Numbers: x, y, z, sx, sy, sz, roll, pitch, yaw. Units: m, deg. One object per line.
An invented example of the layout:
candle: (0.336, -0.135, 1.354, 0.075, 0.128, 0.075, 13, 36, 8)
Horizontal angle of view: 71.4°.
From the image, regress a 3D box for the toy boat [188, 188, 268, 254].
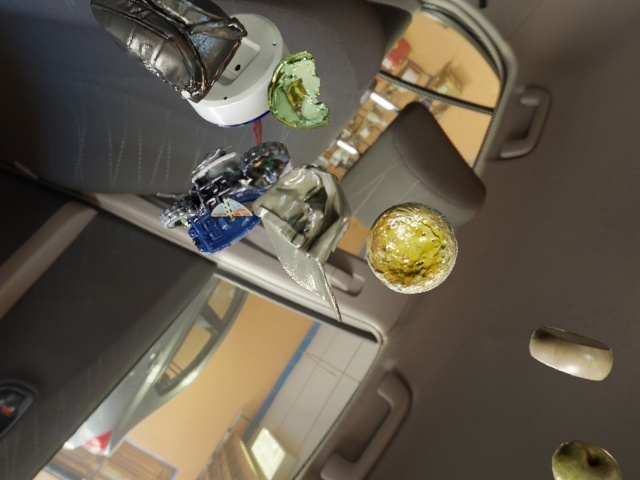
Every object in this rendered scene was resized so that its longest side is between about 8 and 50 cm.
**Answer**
toy boat: (-0.157, -0.048, 0.797, 0.175, 0.091, 0.110, -33, 164, -11)

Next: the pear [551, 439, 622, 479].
pear: (0.708, 0.622, 1.191, 0.167, 0.167, 0.136, -63, 161, -49)

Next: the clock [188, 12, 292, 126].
clock: (-0.174, -0.347, 0.903, 0.230, 0.230, 0.083, -57, 155, -6)

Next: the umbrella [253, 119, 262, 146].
umbrella: (-0.175, -0.302, 1.239, 0.027, 0.025, 0.165, 22, 64, -75)

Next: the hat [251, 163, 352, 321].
hat: (0.000, 0.000, 0.762, 0.149, 0.245, 0.214, -43, -135, -8)

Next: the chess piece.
chess piece: (0.284, 0.127, 0.508, 0.083, 0.083, 0.038, -107, -150, -83)

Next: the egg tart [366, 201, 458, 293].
egg tart: (0.229, 0.018, 1.133, 0.234, 0.234, 0.094, -54, 163, 18)

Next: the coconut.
coconut: (-0.046, -0.276, 0.827, 0.133, 0.055, 0.158, -23, 138, -17)

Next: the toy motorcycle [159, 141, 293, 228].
toy motorcycle: (-0.185, -0.108, 0.961, 0.327, 0.143, 0.188, -29, 172, 22)

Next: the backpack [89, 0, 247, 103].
backpack: (-0.187, -0.260, 0.551, 0.120, 0.165, 0.106, -53, -171, -7)
